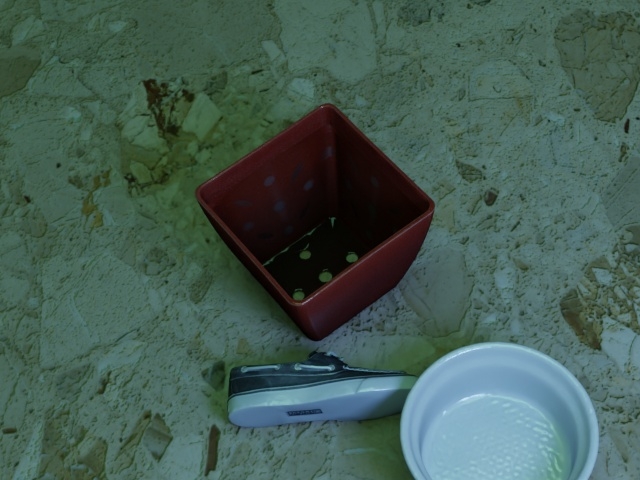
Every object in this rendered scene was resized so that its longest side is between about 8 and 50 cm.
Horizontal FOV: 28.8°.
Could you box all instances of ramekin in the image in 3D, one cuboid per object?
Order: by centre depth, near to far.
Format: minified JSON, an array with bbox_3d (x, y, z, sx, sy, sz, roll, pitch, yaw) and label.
[{"bbox_3d":[0.254,0.298,1.795,0.277,0.135,0.277,-2,59,4],"label":"ramekin"}]

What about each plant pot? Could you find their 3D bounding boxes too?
[{"bbox_3d":[0.000,0.000,1.946,0.267,0.236,0.267,-35,61,-15],"label":"plant pot"}]

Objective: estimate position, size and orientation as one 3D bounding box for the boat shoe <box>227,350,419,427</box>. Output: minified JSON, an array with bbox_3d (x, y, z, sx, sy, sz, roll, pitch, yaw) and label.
[{"bbox_3d":[0.006,0.216,1.894,0.301,0.108,0.102,-8,59,9],"label":"boat shoe"}]
